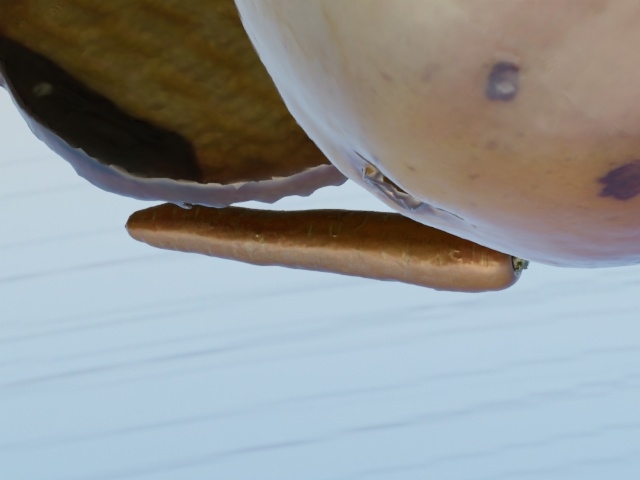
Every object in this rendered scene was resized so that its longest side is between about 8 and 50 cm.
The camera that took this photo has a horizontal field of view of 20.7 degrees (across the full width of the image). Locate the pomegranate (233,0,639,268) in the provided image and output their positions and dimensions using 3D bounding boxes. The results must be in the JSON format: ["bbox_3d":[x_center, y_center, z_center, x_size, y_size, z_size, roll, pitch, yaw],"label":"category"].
[{"bbox_3d":[0.066,-0.087,0.449,0.191,0.191,0.191,-7,-166,2],"label":"pomegranate"}]

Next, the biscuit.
[{"bbox_3d":[-0.030,-0.151,0.954,0.318,0.040,0.318,-7,-124,10],"label":"biscuit"}]

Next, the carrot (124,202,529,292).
[{"bbox_3d":[0.000,0.000,1.002,0.247,0.043,0.043,6,-163,20],"label":"carrot"}]
